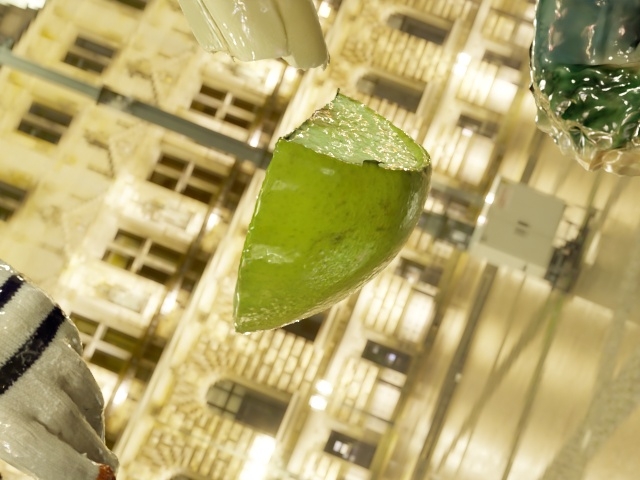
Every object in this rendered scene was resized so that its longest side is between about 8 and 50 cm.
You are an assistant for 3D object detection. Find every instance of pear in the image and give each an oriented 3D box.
[{"bbox_3d":[0.004,0.001,1.117,0.239,0.139,0.288,-62,-3,18],"label":"pear"}]

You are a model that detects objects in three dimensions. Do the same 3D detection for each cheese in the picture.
[{"bbox_3d":[-0.097,-0.304,1.442,0.127,0.233,0.266,-29,25,-8],"label":"cheese"}]

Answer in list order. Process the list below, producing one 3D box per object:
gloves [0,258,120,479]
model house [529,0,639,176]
[{"bbox_3d":[-0.231,0.109,0.869,0.140,0.219,0.131,-34,-23,-44],"label":"gloves"},{"bbox_3d":[0.382,-0.288,0.927,0.400,0.395,0.445,88,-164,-80],"label":"model house"}]
